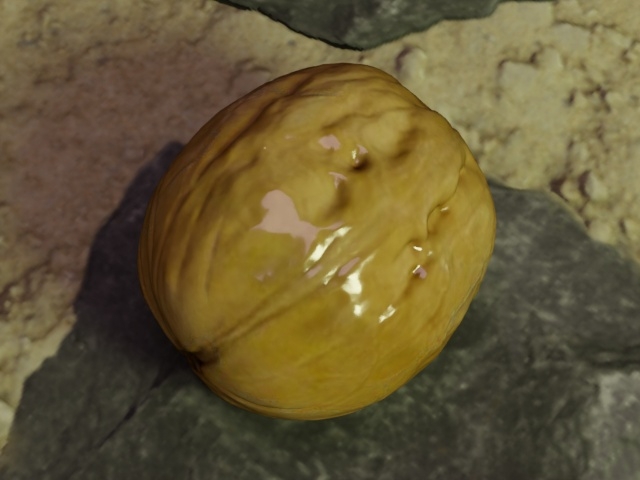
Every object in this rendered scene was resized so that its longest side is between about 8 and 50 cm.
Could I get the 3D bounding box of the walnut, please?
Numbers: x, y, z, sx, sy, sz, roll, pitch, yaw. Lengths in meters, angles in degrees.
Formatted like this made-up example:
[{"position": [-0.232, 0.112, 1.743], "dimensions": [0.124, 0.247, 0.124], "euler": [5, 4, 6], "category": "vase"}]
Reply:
[{"position": [0.000, 0.000, 1.028], "dimensions": [0.195, 0.195, 0.222], "euler": [34, 61, 15], "category": "walnut"}]
